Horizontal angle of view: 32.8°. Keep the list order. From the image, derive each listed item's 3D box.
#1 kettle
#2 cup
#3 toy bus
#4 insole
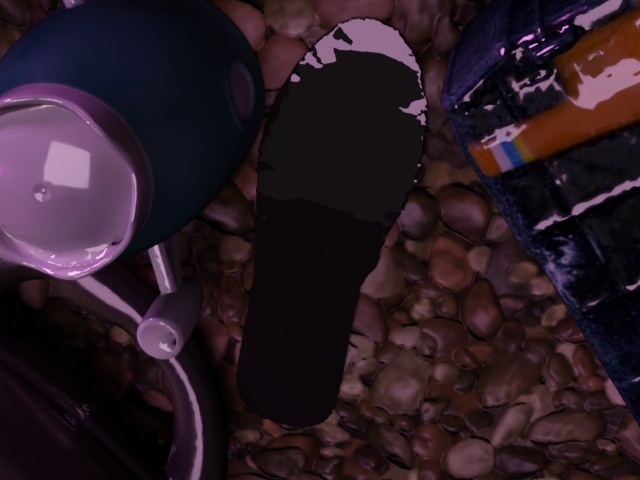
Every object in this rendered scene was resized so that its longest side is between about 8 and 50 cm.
[{"bbox_3d":[-0.233,0.150,0.782,0.321,0.228,0.324,-42,98,-1],"label":"kettle"},{"bbox_3d":[-0.133,-0.062,0.661,0.167,0.173,0.300,-10,113,15],"label":"cup"},{"bbox_3d":[0.219,-0.022,0.611,0.194,0.162,0.323,-27,109,25],"label":"toy bus"},{"bbox_3d":[0.000,0.000,0.754,0.109,0.007,0.322,16,118,7],"label":"insole"}]
